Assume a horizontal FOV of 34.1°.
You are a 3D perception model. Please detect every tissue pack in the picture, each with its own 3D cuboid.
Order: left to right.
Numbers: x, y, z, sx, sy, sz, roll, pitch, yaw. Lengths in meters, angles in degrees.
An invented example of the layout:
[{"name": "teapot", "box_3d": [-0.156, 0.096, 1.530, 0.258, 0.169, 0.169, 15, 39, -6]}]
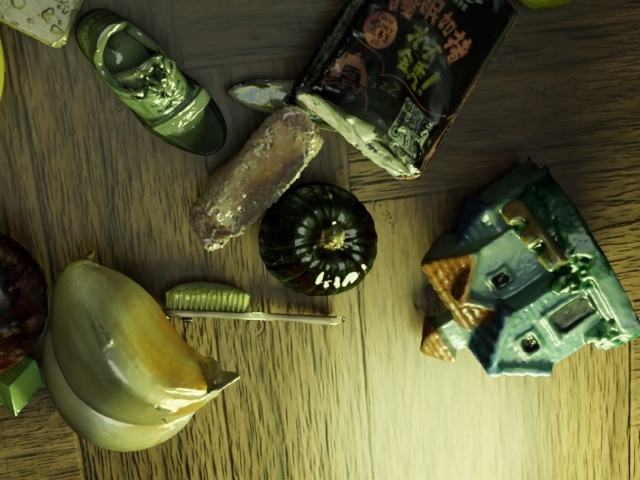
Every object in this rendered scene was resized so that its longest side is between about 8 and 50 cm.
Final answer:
[{"name": "tissue pack", "box_3d": [0.134, -0.286, 1.601, 0.245, 0.123, 0.332, 36, 79, -24]}]

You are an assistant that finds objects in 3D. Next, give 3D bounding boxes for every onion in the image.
[{"name": "onion", "box_3d": [-0.534, 0.090, 1.577, 0.246, 0.190, 0.246, -2, 124, -4]}]

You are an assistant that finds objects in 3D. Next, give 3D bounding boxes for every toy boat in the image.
[{"name": "toy boat", "box_3d": [-0.044, -0.222, 1.643, 0.210, 0.066, 0.084, 5, 103, -11]}]

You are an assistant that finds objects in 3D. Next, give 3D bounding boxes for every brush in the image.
[{"name": "brush", "box_3d": [-0.108, 0.107, 1.727, 0.313, 0.072, 0.067, 4, 91, -13]}]

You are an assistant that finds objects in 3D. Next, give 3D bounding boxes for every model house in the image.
[{"name": "model house", "box_3d": [0.292, 0.083, 1.710, 0.329, 0.251, 0.295, -30, 109, 5]}]

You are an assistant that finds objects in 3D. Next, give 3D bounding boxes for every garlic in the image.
[{"name": "garlic", "box_3d": [-0.313, 0.191, 1.630, 0.313, 0.286, 0.249, 36, 71, -13]}]

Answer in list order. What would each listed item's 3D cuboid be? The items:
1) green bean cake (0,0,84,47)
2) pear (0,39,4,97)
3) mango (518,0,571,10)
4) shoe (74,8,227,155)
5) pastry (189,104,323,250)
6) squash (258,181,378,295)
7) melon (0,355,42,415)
[{"name": "green bean cake", "box_3d": [-0.435, -0.366, 1.519, 0.179, 0.085, 0.109, 27, 100, -18]}, {"name": "pear", "box_3d": [-0.596, -0.233, 1.396, 0.348, 0.348, 0.348, -3, 106, -10]}, {"name": "mango", "box_3d": [0.383, -0.519, 1.592, 0.177, 0.176, 0.329, 9, 109, 33]}, {"name": "shoe", "box_3d": [-0.244, -0.223, 1.556, 0.109, 0.149, 0.293, -46, 113, 0]}, {"name": "pastry", "box_3d": [-0.100, -0.103, 1.630, 0.265, 0.112, 0.103, -43, 95, 13]}, {"name": "squash", "box_3d": [-0.002, 0.001, 1.670, 0.193, 0.156, 0.193, -15, 118, -31]}, {"name": "melon", "box_3d": [-0.546, 0.245, 1.658, 0.210, 0.118, 0.064, -14, 122, 6]}]
